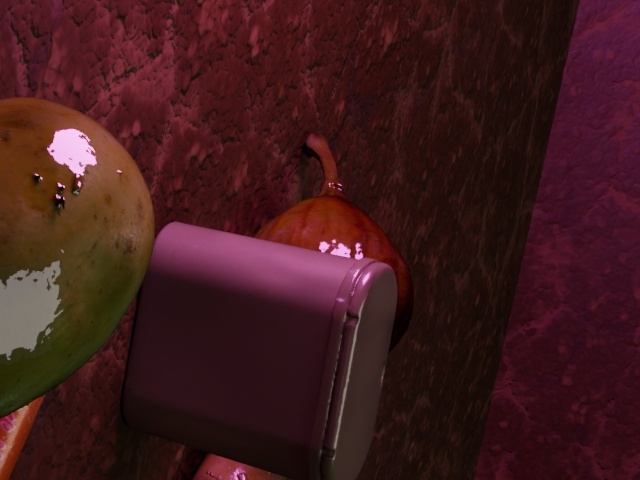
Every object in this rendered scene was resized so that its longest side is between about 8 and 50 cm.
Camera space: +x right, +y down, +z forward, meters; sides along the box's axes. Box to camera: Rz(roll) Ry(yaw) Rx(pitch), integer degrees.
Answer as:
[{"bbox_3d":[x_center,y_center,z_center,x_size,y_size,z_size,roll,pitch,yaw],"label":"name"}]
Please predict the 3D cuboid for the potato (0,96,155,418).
[{"bbox_3d":[-0.250,0.018,1.367,0.304,0.216,0.216,-47,147,-37],"label":"potato"}]

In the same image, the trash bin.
[{"bbox_3d":[-0.064,0.114,1.888,0.121,0.247,0.243,-10,113,-69],"label":"trash bin"}]

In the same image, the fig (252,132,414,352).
[{"bbox_3d":[0.000,0.000,2.144,0.217,0.217,0.321,70,17,-58],"label":"fig"}]

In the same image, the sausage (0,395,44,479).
[{"bbox_3d":[-0.257,0.103,1.627,0.053,0.053,0.347,66,41,-61],"label":"sausage"}]

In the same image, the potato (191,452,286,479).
[{"bbox_3d":[-0.097,0.306,2.123,0.176,0.137,0.137,-88,176,-50],"label":"potato"}]
